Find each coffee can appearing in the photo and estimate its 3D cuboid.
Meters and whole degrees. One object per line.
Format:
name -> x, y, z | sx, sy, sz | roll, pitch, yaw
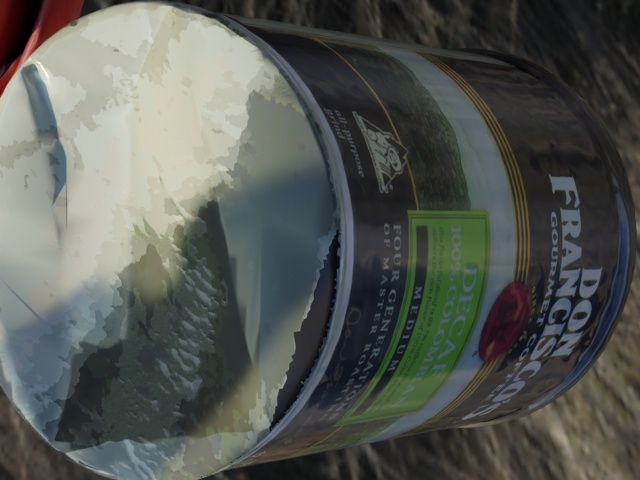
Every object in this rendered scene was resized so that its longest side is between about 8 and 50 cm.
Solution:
coffee can -> 0.000, 0.000, 0.850 | 0.201, 0.201, 0.275 | -48, 156, 25

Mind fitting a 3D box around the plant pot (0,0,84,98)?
plant pot -> -0.219, -0.140, 0.899 | 0.174, 0.191, 0.191 | 16, 124, -31
